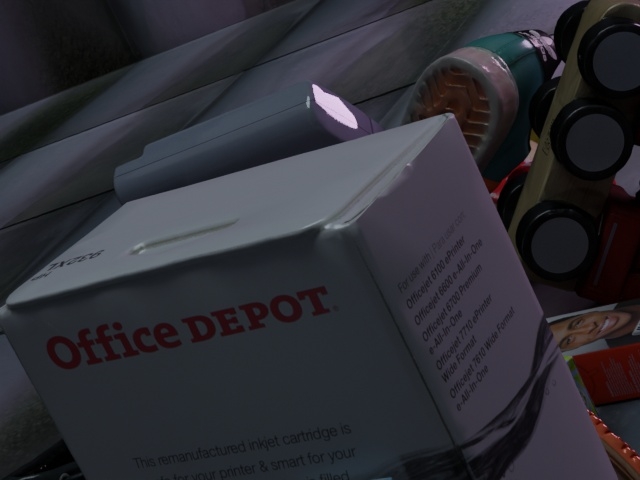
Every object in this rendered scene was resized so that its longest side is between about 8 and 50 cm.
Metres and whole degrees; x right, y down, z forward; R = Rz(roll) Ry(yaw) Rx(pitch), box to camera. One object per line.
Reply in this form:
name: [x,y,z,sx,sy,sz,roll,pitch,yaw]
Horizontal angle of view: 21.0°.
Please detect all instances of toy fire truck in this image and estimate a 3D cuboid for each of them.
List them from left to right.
toy fire truck: [0.278,-0.057,1.316,0.246,0.217,0.158,15,14,-7]

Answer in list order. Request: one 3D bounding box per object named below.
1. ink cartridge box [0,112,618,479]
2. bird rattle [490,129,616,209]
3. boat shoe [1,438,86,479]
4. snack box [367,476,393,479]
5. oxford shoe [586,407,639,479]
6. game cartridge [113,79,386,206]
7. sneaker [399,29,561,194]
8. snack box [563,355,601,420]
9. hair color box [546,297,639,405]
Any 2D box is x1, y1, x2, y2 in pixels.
ink cartridge box: [0.014,0.116,0.873,0.223,0.307,0.129,-14,20,36]
bird rattle: [0.159,-0.037,1.566,0.207,0.143,0.253,-35,27,12]
boat shoe: [-0.142,0.142,1.386,0.127,0.113,0.340,-12,21,42]
snack box: [-0.021,0.262,0.686,0.060,0.187,0.322,-14,19,36]
oxford shoe: [0.097,0.129,1.007,0.271,0.097,0.098,29,72,38]
game cartridge: [0.000,0.000,1.351,0.198,0.297,0.062,-17,50,22]
sneaker: [0.108,-0.062,1.446,0.121,0.108,0.302,-28,-17,-38]
snack box: [0.055,0.147,1.145,0.207,0.070,0.174,-34,19,-23]
hair color box: [0.207,0.075,1.187,0.141,0.043,0.072,-16,19,34]
